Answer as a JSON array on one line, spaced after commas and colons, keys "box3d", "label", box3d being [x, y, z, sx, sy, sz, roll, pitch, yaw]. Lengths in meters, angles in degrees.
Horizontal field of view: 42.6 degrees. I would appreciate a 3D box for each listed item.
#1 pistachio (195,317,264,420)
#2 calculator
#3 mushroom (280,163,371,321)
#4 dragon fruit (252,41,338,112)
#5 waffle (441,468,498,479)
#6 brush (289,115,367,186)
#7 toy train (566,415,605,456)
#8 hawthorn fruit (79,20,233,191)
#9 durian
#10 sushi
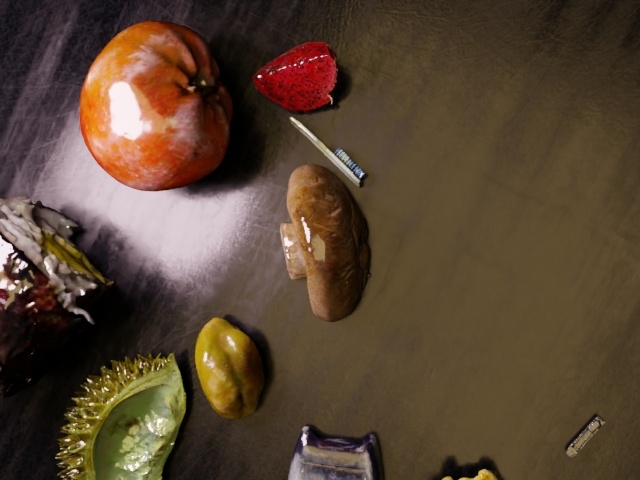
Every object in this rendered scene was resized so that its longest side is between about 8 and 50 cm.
[{"box3d": [-0.164, 0.230, 1.462, 0.100, 0.110, 0.190, -13, 87, 42], "label": "pistachio"}, {"box3d": [0.023, 0.471, 1.457, 0.177, 0.040, 0.268, 3, 95, 12], "label": "calculator"}, {"box3d": [0.000, 0.000, 1.410, 0.155, 0.151, 0.286, -13, 87, 9], "label": "mushroom"}, {"box3d": [-0.026, -0.290, 1.462, 0.162, 0.083, 0.106, -15, 129, 23], "label": "dragon fruit"}, {"box3d": [0.272, 0.542, 1.361, 0.283, 0.065, 0.310, 16, 78, -8], "label": "waffle"}, {"box3d": [0.015, -0.166, 1.470, 0.178, 0.033, 0.030, 44, 91, 9], "label": "brush"}, {"box3d": [0.445, 0.330, 1.384, 0.017, 0.017, 0.083, 42, 96, 11], "label": "toy train"}, {"box3d": [-0.282, -0.224, 1.415, 0.284, 0.284, 0.285, 0, 89, 11], "label": "hawthorn fruit"}, {"box3d": [-0.381, 0.379, 1.523, 0.198, 0.163, 0.395, 10, 97, -28], "label": "durian"}, {"box3d": [-0.550, 0.103, 1.444, 0.281, 0.299, 0.294, 45, 95, -7], "label": "sushi"}]
